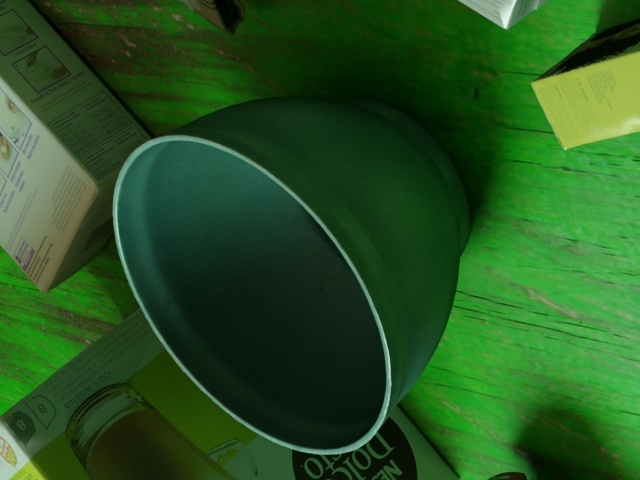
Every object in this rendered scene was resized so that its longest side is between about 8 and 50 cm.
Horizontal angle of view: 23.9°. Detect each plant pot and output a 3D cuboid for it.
[{"bbox_3d":[0.000,0.000,1.246,0.293,0.196,0.293,27,137,29],"label":"plant pot"}]

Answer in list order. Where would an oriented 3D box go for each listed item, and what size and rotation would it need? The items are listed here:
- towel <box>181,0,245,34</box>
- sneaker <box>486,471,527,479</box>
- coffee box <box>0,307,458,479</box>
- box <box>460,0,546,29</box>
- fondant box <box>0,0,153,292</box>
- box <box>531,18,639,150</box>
[{"bbox_3d":[-0.197,-0.328,1.206,0.324,0.056,0.312,38,168,24],"label":"towel"},{"bbox_3d":[0.224,0.360,1.349,0.131,0.148,0.350,-19,106,33],"label":"sneaker"},{"bbox_3d":[-0.139,0.259,1.496,0.334,0.337,0.338,50,143,1],"label":"coffee box"},{"bbox_3d":[0.031,-0.267,1.098,0.324,0.063,0.067,35,142,22],"label":"box"},{"bbox_3d":[-0.338,-0.136,1.584,0.330,0.096,0.238,47,144,6],"label":"fondant box"},{"bbox_3d":[0.251,-0.119,0.968,0.232,0.087,0.058,-11,112,50],"label":"box"}]
